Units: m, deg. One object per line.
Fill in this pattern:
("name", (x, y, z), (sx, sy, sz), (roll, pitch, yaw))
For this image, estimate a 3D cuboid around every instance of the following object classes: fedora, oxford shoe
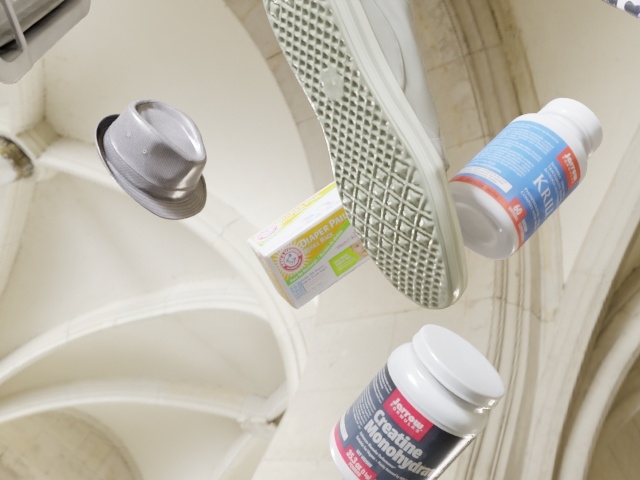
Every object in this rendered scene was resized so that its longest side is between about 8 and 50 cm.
("fedora", (-0.321, -0.187, 1.407), (0.275, 0.244, 0.124), (51, -57, 13))
("oxford shoe", (0.079, -0.134, 0.783), (0.169, 0.130, 0.449), (-11, -75, 54))

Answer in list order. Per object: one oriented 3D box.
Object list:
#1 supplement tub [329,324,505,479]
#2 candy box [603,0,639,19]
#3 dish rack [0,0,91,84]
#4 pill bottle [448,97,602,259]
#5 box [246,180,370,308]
("supplement tub", (0.158, 0.296, 1.159), (0.191, 0.191, 0.272), (33, -71, -4))
("candy box", (0.202, -0.165, 0.293), (0.070, 0.196, 0.165), (17, -63, -5))
("dish rack", (-0.306, -0.315, 0.621), (0.072, 0.333, 0.285), (-5, -59, 2))
("pill bottle", (0.268, -0.088, 0.904), (0.124, 0.221, 0.124), (41, -19, 18))
("box", (0.000, 0.000, 1.123), (0.114, 0.203, 0.103), (60, -12, -24))
